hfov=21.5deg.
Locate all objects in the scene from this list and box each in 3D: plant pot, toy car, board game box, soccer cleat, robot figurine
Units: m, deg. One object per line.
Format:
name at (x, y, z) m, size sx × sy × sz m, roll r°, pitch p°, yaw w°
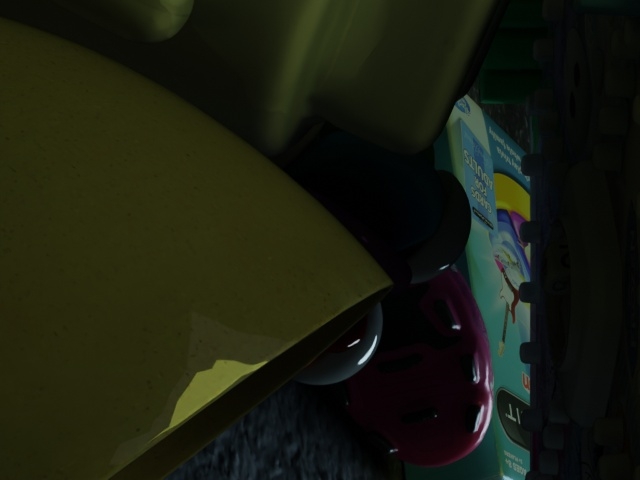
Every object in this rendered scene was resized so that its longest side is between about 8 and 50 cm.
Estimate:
plant pot at (-0.145, 0.028, 0.573) m, size 0.191 × 0.284 × 0.284 m, roll 52°, pitch 24°, yaw 6°
toy car at (0.000, 0.000, 0.950) m, size 0.159 × 0.182 × 0.136 m, roll 40°, pitch 5°, yaw -22°
board game box at (0.141, 0.070, 1.330) m, size 0.254 × 0.079 × 0.336 m, roll 35°, pitch 42°, yaw -52°
soccer cleat at (0.029, -0.008, 1.114) m, size 0.331 × 0.116 × 0.143 m, roll 62°, pitch 21°, yaw -21°
robot figurine at (-0.078, -0.172, 0.808) m, size 0.353 × 0.199 × 0.300 m, roll 25°, pitch 24°, yaw 5°
board game box at (0.127, 0.028, 0.887) m, size 0.390 × 0.050 × 0.389 m, roll 139°, pitch -49°, yaw -88°
